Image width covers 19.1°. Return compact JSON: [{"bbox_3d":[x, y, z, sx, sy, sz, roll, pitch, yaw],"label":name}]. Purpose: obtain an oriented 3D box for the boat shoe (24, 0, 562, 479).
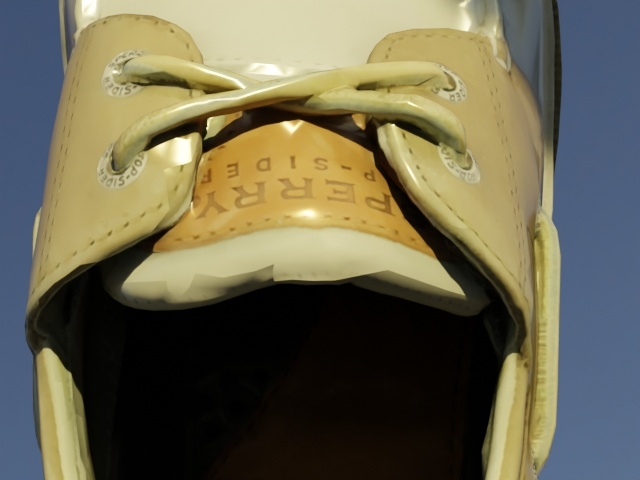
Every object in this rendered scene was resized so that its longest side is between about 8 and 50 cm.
[{"bbox_3d":[0.000,0.000,0.373,0.113,0.302,0.103,-5,-6,0],"label":"boat shoe"}]
